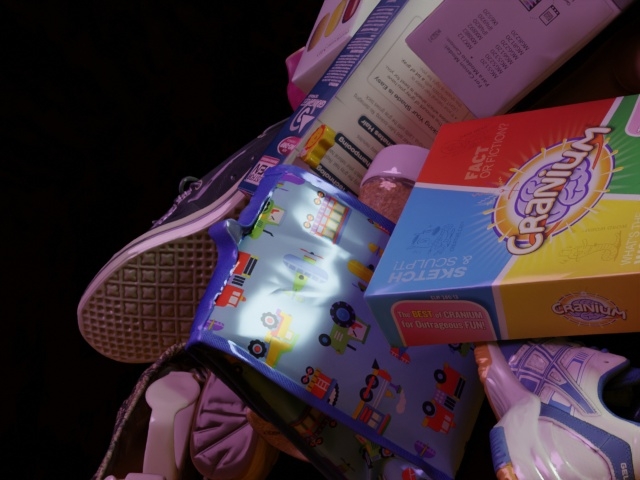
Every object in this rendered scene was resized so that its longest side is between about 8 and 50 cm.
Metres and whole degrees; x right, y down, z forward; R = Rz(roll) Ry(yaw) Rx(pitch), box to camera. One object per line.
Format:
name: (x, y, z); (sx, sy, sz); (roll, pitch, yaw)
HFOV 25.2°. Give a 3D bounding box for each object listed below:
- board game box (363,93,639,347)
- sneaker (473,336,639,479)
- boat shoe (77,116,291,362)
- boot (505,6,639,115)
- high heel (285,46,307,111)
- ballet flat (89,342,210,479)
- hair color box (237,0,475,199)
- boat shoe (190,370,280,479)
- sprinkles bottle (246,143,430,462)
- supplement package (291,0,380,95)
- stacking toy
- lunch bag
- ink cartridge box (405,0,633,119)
board game box: (0.219, -0.023, 1.201); (0.316, 0.064, 0.242); (-7, 38, 31)
sneaker: (0.203, 0.132, 1.150); (0.131, 0.112, 0.296); (-24, 25, 10)
boat shoe: (-0.124, -0.006, 1.953); (0.500, 0.187, 0.156); (-39, 17, 17)
boot: (0.270, -0.124, 1.448); (0.269, 0.089, 0.236); (-39, 10, 26)
high heel: (0.044, -0.289, 2.260); (0.244, 0.082, 0.117); (-26, 58, 25)
ballet flat: (-0.193, 0.276, 1.584); (0.483, 0.164, 0.182); (-82, 8, -58)
hair color box: (0.074, -0.145, 1.763); (0.347, 0.174, 0.105); (-53, 20, -6)
boat shoe: (-0.062, 0.127, 1.597); (0.109, 0.098, 0.302); (6, 74, 26)
sprinkles bottle: (0.046, 0.064, 1.536); (0.121, 0.121, 0.355); (-21, 36, 54)
supplement package: (0.076, -0.296, 2.081); (0.139, 0.134, 0.244); (-34, 26, 40)
stacking toy: (0.000, 0.000, 1.679); (0.221, 0.167, 0.052); (-53, 19, -3)
lunch bag: (0.014, 0.076, 1.331); (0.138, 0.293, 0.221); (-26, 31, 48)
ink cartridge box: (0.236, -0.252, 1.501); (0.272, 0.130, 0.309); (-42, -1, 41)
